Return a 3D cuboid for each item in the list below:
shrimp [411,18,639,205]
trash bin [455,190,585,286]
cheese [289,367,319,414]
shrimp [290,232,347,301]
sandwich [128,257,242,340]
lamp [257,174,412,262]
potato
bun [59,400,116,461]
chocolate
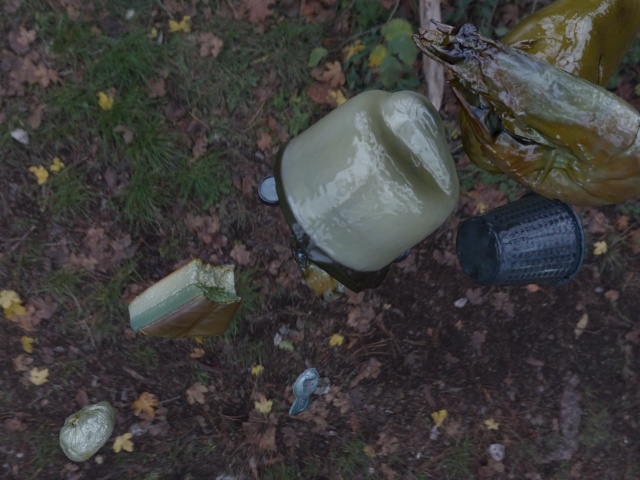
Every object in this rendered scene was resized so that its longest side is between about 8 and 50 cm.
[{"bbox_3d":[0.196,-0.119,0.556,0.267,0.145,0.061,31,63,-10],"label":"shrimp"},{"bbox_3d":[0.330,0.009,0.994,0.161,0.175,0.176,-11,73,-24],"label":"trash bin"},{"bbox_3d":[-0.034,0.325,1.264,0.067,0.121,0.026,-6,31,-37],"label":"cheese"},{"bbox_3d":[0.000,0.000,1.472,0.071,0.233,0.365,6,29,-25],"label":"shrimp"},{"bbox_3d":[-0.302,0.132,1.295,0.220,0.186,0.108,2,50,-27],"label":"sandwich"},{"bbox_3d":[0.029,-0.040,1.343,0.371,0.108,0.130,12,73,-6],"label":"lamp"},{"bbox_3d":[0.318,-0.238,0.796,0.369,0.195,0.176,-45,38,-22],"label":"potato"},{"bbox_3d":[-0.621,0.498,1.540,0.111,0.188,0.164,44,66,-14],"label":"bun"},{"bbox_3d":[0.116,-0.108,1.080,0.326,0.297,0.314,42,41,-33],"label":"chocolate"}]
